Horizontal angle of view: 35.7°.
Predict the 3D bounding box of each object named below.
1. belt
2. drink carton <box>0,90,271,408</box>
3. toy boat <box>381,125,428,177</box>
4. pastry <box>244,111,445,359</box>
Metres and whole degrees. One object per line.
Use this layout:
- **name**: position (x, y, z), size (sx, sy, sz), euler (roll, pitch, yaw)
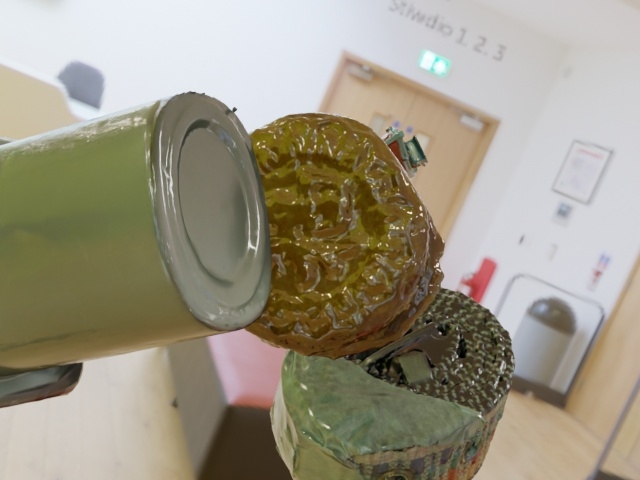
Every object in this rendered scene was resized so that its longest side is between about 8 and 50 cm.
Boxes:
- **belt**: position (0.072, 0.160, 0.998), size (0.257, 0.150, 0.207), euler (-24, 48, -32)
- **drink carton**: position (-0.143, 0.006, 0.607), size (0.189, 0.186, 0.191), euler (-8, -6, 21)
- **toy boat**: position (0.137, -0.147, 1.641), size (0.069, 0.058, 0.173), euler (66, 10, 16)
- **pastry**: position (0.000, 0.000, 0.771), size (0.188, 0.189, 0.103), euler (25, 0, 15)
